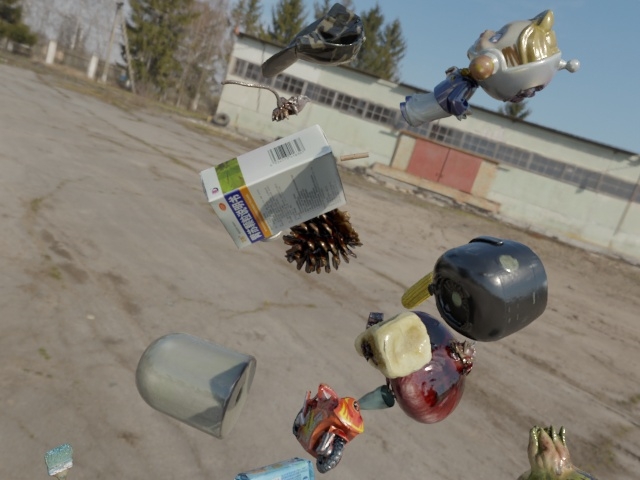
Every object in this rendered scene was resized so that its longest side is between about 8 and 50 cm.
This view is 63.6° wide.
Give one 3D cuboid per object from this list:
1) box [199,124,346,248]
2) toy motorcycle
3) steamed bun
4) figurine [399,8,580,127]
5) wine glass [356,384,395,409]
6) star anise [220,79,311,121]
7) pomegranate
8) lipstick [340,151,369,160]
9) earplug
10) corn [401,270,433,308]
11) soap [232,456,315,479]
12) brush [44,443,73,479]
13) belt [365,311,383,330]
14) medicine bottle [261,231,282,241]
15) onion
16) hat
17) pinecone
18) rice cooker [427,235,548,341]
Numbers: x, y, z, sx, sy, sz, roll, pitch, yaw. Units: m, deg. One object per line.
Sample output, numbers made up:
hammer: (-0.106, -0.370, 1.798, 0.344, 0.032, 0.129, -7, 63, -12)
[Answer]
box: (-0.104, -0.123, 1.229, 0.200, 0.300, 0.106, 69, -1, -54)
toy motorcycle: (0.015, 0.428, 1.201, 0.089, 0.171, 0.298, 34, -10, -13)
steamed bun: (0.164, 0.258, 1.278, 0.172, 0.140, 0.155, -14, 0, -41)
figurine: (0.268, -0.270, 0.872, 0.133, 0.274, 0.194, 58, 14, -11)
wine glass: (0.151, 0.509, 1.630, 0.155, 0.073, 0.073, -27, -17, 32)
star anise: (-0.171, -0.474, 1.643, 0.227, 0.219, 0.148, 57, -3, -40)
pomegranate: (0.550, 0.592, 1.209, 0.222, 0.276, 0.204, -17, 12, 37)
lipstick: (0.112, -0.274, 1.687, 0.094, 0.019, 0.019, -9, 12, 1)
earplug: (-0.470, 0.504, 1.892, 0.394, 0.312, 0.312, 20, 11, 8)
corn: (0.414, 0.198, 2.079, 0.081, 0.248, 0.081, 14, 54, -19)
soap: (-0.133, 0.719, 1.460, 0.077, 0.156, 0.293, -16, -16, 42)
brush: (-0.691, 0.629, 1.380, 0.070, 0.196, 0.021, -14, 31, -38)
belt: (0.170, 0.306, 1.690, 0.053, 0.071, 0.232, 20, -31, 11)
medicine bottle: (-0.164, -0.098, 1.575, 0.131, 0.131, 0.250, 19, -29, 5)
onion: (0.351, 0.378, 1.585, 0.286, 0.347, 0.348, -23, -15, 32)
hat: (-0.024, -0.686, 1.903, 0.257, 0.382, 0.366, 40, 53, -5)
pinecone: (-0.008, -0.007, 1.698, 0.264, 0.264, 0.264, 18, 11, -4)
rice cooker: (0.421, 0.124, 1.324, 0.225, 0.267, 0.267, -18, 24, -18)
